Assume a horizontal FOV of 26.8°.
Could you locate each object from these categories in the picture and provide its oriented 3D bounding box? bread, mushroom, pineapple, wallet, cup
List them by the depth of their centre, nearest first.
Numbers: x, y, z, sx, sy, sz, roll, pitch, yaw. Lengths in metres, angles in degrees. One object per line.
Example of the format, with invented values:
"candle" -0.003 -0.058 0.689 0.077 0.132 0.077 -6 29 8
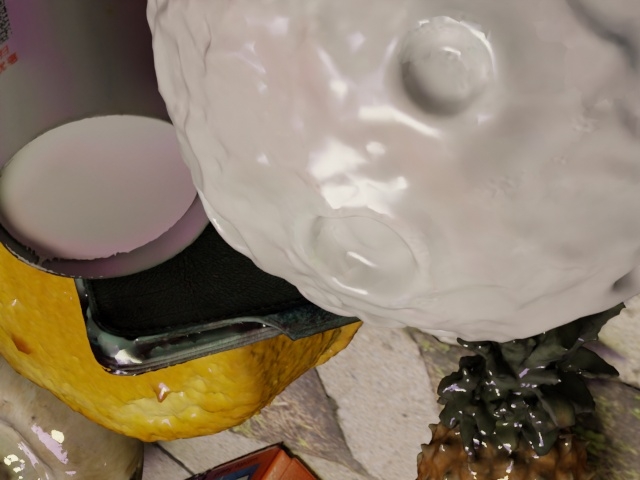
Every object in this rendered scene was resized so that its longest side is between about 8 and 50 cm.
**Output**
"cup" -0.156 -0.124 0.855 0.203 0.288 0.203 -10 139 -9
"wallet" 0.000 0.000 0.863 0.172 0.318 0.045 -121 22 -55
"pineapple" 0.146 0.142 1.053 0.169 0.169 0.340 15 128 26
"bread" -0.149 0.007 1.091 0.358 0.204 0.337 -14 113 47
"mushroom" -0.295 0.211 1.424 0.255 0.184 0.255 20 126 31

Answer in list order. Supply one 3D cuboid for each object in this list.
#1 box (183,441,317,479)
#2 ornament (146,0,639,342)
"box" -0.120 0.447 1.386 0.257 0.348 0.318 46 142 -10
"ornament" 0.081 -0.104 0.692 0.337 0.337 0.337 21 138 20
